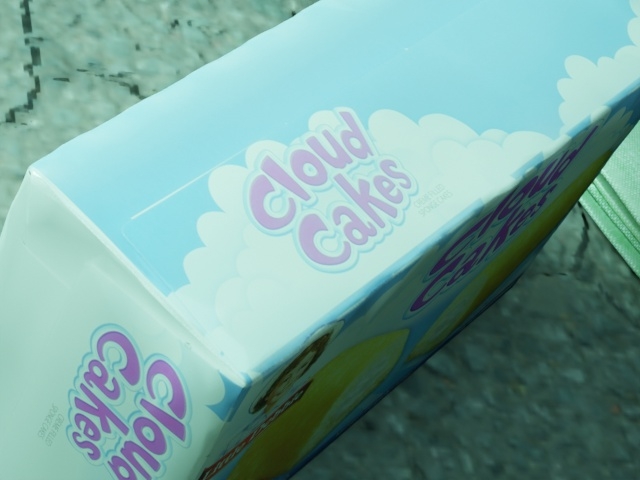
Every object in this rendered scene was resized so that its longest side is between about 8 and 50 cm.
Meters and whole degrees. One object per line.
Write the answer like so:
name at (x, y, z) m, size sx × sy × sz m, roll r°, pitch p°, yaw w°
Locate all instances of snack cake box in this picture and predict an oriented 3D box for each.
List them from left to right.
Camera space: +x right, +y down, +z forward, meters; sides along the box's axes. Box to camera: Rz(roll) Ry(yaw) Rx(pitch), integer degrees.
snack cake box at (0.000, 0.000, 0.639) m, size 0.089 × 0.152 × 0.264 m, roll 44°, pitch 45°, yaw 11°

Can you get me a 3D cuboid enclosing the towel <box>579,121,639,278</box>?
towel at (0.237, -0.091, 0.887) m, size 0.325 × 0.038 × 0.248 m, roll -24°, pitch 66°, yaw -28°
